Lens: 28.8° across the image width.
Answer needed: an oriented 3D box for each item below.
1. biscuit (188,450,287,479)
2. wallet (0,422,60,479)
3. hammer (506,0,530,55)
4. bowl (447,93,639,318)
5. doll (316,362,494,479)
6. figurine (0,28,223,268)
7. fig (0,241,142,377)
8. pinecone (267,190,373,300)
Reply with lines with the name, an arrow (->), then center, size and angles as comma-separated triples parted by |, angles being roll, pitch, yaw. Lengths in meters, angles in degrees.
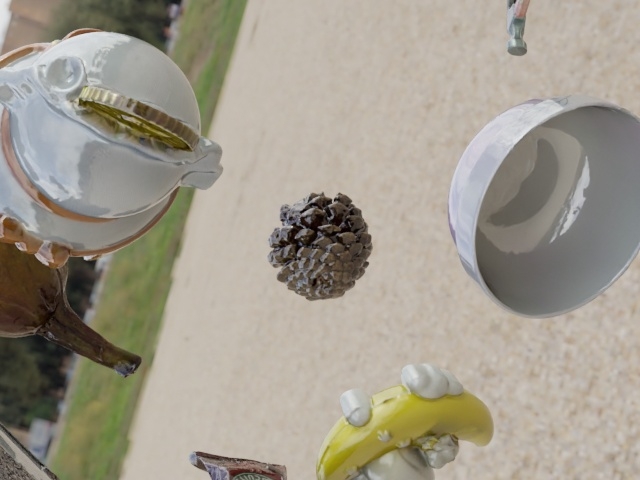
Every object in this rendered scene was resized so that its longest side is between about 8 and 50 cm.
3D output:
biscuit -> -0.097, 0.367, 1.808 | 0.235, 0.151, 0.063 | -128, 52, -63
wallet -> -0.245, 0.230, 0.963 | 0.071, 0.221, 0.262 | -36, 29, 5
hammer -> 0.306, -0.389, 1.763 | 0.288, 0.033, 0.111 | 102, 171, -61
bowl -> 0.277, -0.059, 1.584 | 0.144, 0.287, 0.287 | 44, 120, 53
doll -> 0.104, 0.264, 1.614 | 0.237, 0.252, 0.111 | -38, 46, 5
figurine -> -0.135, -0.050, 0.702 | 0.271, 0.143, 0.143 | -149, 75, -69
fig -> -0.309, 0.030, 1.290 | 0.191, 0.290, 0.190 | -56, -10, -14
pinecone -> 0.004, 0.001, 2.151 | 0.184, 0.179, 0.205 | -14, 44, 30
